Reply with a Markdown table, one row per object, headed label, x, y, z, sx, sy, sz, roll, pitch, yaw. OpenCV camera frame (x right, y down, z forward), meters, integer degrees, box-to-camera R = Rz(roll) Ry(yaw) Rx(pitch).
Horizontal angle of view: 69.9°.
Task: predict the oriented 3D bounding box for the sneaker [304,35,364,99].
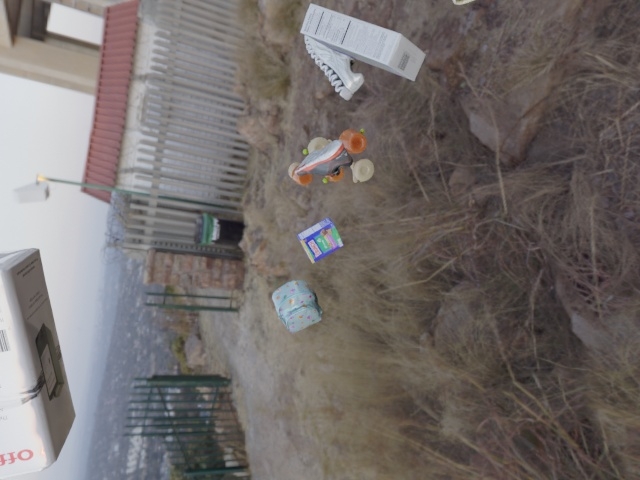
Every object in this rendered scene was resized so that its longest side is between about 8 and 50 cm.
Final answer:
| label | x | y | z | sx | sy | sz | roll | pitch | yaw |
| --- | --- | --- | --- | --- | --- | --- | --- | --- | --- |
| sneaker | 0.052 | -0.667 | 1.705 | 0.118 | 0.110 | 0.292 | -38 | 87 | 22 |

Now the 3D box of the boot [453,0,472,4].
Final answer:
| label | x | y | z | sx | sy | sz | roll | pitch | yaw |
| --- | --- | --- | --- | --- | --- | --- | --- | --- | --- |
| boot | 0.287 | -0.448 | 0.759 | 0.158 | 0.059 | 0.084 | -13 | 74 | 20 |

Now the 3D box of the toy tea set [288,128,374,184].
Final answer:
| label | x | y | z | sx | sy | sz | roll | pitch | yaw |
| --- | --- | --- | --- | --- | --- | --- | --- | --- | --- |
| toy tea set | 0.037 | -0.313 | 1.752 | 0.124 | 0.336 | 0.200 | -134 | 37 | -66 |

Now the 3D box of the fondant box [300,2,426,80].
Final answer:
| label | x | y | z | sx | sy | sz | roll | pitch | yaw |
| --- | --- | --- | --- | --- | --- | --- | --- | --- | --- |
| fondant box | 0.138 | -0.622 | 1.447 | 0.330 | 0.238 | 0.096 | 32 | 111 | 24 |

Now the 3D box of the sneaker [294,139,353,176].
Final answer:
| label | x | y | z | sx | sy | sz | roll | pitch | yaw |
| --- | --- | --- | --- | --- | --- | --- | --- | --- | --- |
| sneaker | 0.006 | -0.149 | 0.932 | 0.158 | 0.065 | 0.061 | -10 | 41 | 56 |

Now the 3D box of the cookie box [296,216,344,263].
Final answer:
| label | x | y | z | sx | sy | sz | roll | pitch | yaw |
| --- | --- | --- | --- | --- | --- | --- | --- | --- | --- |
| cookie box | 0.000 | 0.000 | 1.322 | 0.092 | 0.107 | 0.040 | 63 | 175 | -34 |

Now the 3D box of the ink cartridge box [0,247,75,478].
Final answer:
| label | x | y | z | sx | sy | sz | roll | pitch | yaw |
| --- | --- | --- | --- | --- | --- | --- | --- | --- | --- |
| ink cartridge box | -0.458 | 0.163 | 0.589 | 0.115 | 0.198 | 0.273 | -136 | 41 | -71 |

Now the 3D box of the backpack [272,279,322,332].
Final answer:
| label | x | y | z | sx | sy | sz | roll | pitch | yaw |
| --- | --- | --- | --- | --- | --- | --- | --- | --- | --- |
| backpack | -0.088 | 0.246 | 1.729 | 0.144 | 0.166 | 0.188 | -116 | 3 | -49 |
